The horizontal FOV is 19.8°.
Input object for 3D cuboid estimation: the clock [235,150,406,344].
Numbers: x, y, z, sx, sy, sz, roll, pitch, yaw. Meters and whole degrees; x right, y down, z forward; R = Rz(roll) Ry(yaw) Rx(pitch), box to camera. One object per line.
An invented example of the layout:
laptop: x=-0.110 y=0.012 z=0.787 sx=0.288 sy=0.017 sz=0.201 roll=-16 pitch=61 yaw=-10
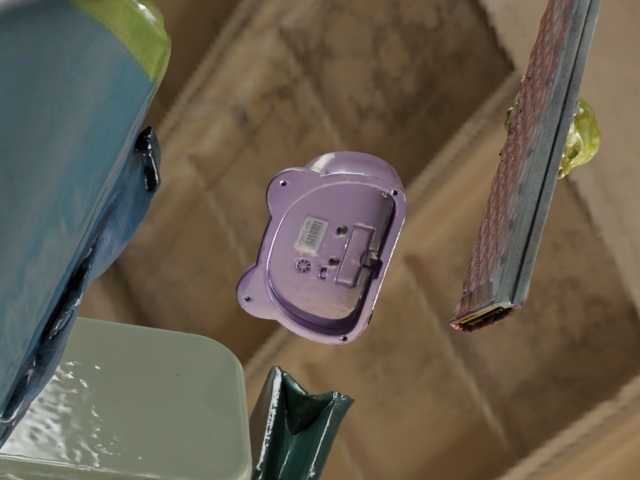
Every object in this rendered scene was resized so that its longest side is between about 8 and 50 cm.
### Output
clock: x=0.000 y=0.000 z=1.424 sx=0.050 sy=0.110 sz=0.152 roll=-92 pitch=-162 yaw=-61

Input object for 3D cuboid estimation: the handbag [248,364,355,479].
handbag: x=-0.086 y=0.298 z=1.777 sx=0.089 sy=0.238 sz=0.326 roll=27 pitch=-66 yaw=-2

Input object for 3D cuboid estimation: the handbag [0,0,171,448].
handbag: x=-0.205 y=-0.008 z=0.820 sx=0.241 sy=0.222 sz=0.263 roll=-67 pitch=-170 yaw=-20

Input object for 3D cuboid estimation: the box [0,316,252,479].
box: x=-0.263 y=0.232 z=1.382 sx=0.177 sy=0.352 sz=0.343 roll=-100 pitch=-156 yaw=-54

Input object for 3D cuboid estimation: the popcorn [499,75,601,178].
popcorn: x=0.152 y=-0.077 z=1.221 sx=0.083 sy=0.068 sz=0.059 roll=-99 pitch=-150 yaw=-48

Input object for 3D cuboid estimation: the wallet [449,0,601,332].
wallet: x=0.105 y=-0.053 z=0.887 sx=0.103 sy=0.020 sz=0.196 roll=129 pitch=-23 yaw=-75
